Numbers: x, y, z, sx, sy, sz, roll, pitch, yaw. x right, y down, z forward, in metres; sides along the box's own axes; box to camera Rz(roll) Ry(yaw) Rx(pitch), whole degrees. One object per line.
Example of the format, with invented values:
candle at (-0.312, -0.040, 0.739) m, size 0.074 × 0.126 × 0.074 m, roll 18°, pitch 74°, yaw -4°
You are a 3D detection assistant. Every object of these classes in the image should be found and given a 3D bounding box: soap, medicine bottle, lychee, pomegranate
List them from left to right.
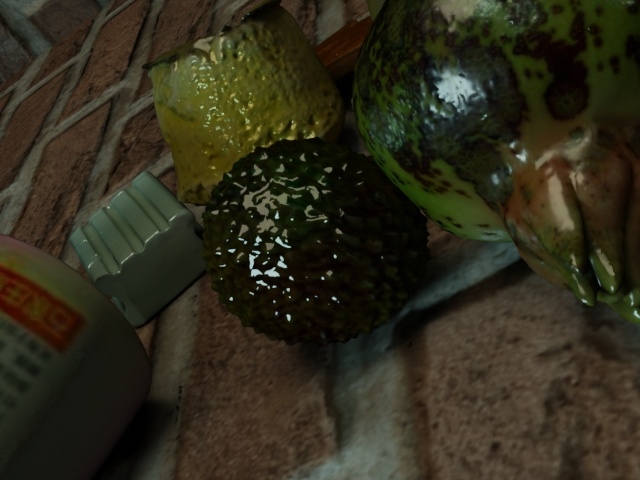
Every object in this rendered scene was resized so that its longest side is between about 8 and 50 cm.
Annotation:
medicine bottle at (-0.312, 0.194, 0.862) m, size 0.219 × 0.219 × 0.388 m, roll -12°, pitch 36°, yaw 46°
soap at (-0.185, 0.004, 1.198) m, size 0.119 × 0.066 × 0.198 m, roll -43°, pitch 24°, yaw -4°
lychee at (0.000, 0.000, 0.841) m, size 0.171 × 0.171 × 0.171 m, roll -32°, pitch 25°, yaw 17°
pomegranate at (0.152, -0.080, 0.731) m, size 0.204 × 0.222 × 0.276 m, roll -38°, pitch 55°, yaw -15°

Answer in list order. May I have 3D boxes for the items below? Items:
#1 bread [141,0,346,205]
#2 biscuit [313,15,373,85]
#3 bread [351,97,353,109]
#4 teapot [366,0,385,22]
bread at (-0.073, -0.128, 1.135) m, size 0.197 × 0.170 × 0.197 m, roll -26°, pitch 7°, yaw 3°
biscuit at (0.005, -0.193, 1.287) m, size 0.183 × 0.043 × 0.280 m, roll -46°, pitch 20°, yaw -22°
bread at (0.116, -0.188, 1.142) m, size 0.112 × 0.036 × 0.193 m, roll -15°, pitch 29°, yaw 41°
teapot at (0.150, -0.197, 0.941) m, size 0.175 × 0.185 × 0.268 m, roll -25°, pitch 65°, yaw 29°
